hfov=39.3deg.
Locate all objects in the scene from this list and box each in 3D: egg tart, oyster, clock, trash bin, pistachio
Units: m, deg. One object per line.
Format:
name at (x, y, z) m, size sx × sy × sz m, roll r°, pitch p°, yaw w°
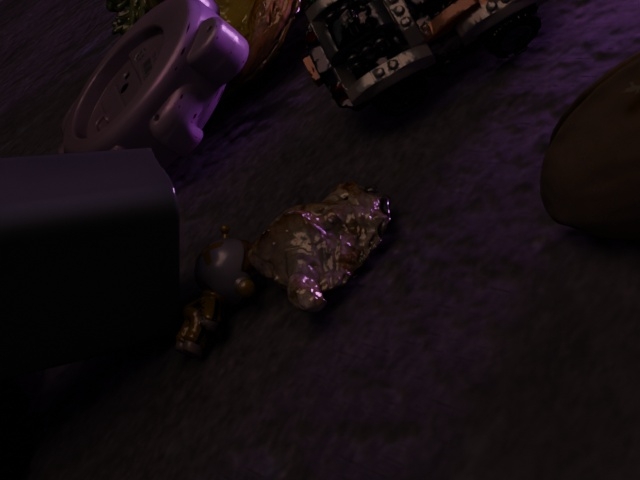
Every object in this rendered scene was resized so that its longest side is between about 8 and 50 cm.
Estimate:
egg tart at (-0.126, -0.342, 1.428) m, size 0.279 × 0.095 × 0.278 m, roll -20°, pitch 60°, yaw 37°
oyster at (0.000, 0.000, 0.949) m, size 0.163 × 0.081 × 0.191 m, roll -23°, pitch 39°, yaw 11°
clock at (-0.251, -0.215, 1.329) m, size 0.322 × 0.113 × 0.295 m, roll -48°, pitch 36°, yaw 10°
trash bin at (-0.333, 0.025, 0.951) m, size 0.344 × 0.222 × 0.158 m, roll -12°, pitch 37°, yaw -23°
pistachio at (0.286, -0.085, 0.747) m, size 0.238 × 0.153 × 0.137 m, roll -42°, pitch 12°, yaw 44°

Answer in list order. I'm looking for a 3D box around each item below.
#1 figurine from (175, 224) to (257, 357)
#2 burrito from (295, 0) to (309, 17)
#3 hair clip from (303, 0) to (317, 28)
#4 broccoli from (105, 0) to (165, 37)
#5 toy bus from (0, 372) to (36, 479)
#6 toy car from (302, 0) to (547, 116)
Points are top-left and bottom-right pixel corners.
figurine at (-0.120, 0.060, 0.996) m, size 0.143 × 0.068 × 0.101 m, roll -55°, pitch 27°, yaw 1°
burrito at (0.019, -0.455, 1.501) m, size 0.229 × 0.063 × 0.058 m, roll -37°, pitch 15°, yaw 0°
hair clip at (0.089, -0.460, 1.412) m, size 0.321 × 0.091 × 0.138 m, roll -46°, pitch 34°, yaw -14°
broccoli at (-0.251, -0.489, 1.654) m, size 0.334 × 0.272 × 0.324 m, roll -25°, pitch 74°, yaw 4°
toy bus at (-0.423, 0.177, 1.063) m, size 0.147 × 0.127 × 0.302 m, roll -33°, pitch 35°, yaw 14°
toy car at (0.120, -0.274, 1.092) m, size 0.301 × 0.118 × 0.193 m, roll -27°, pitch 67°, yaw 8°
